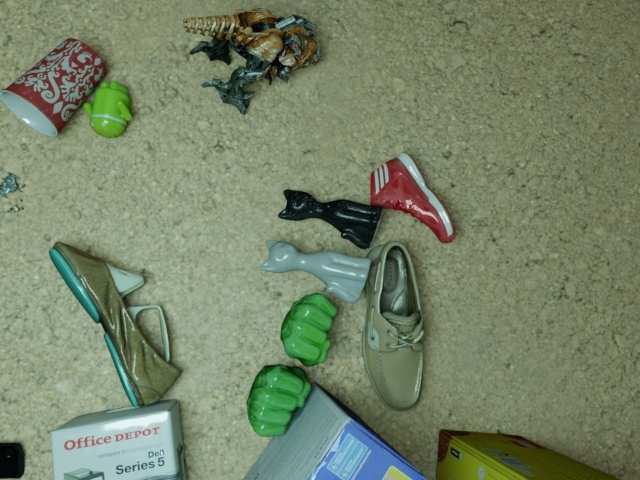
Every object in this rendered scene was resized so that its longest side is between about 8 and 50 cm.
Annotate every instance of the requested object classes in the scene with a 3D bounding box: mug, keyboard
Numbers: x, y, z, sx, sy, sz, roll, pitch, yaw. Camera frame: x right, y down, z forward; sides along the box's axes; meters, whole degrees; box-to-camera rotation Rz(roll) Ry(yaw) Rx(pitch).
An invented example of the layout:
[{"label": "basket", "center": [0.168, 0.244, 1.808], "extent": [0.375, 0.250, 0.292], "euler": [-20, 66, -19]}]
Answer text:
[{"label": "mug", "center": [-0.521, -0.308, 0.928], "extent": [0.150, 0.113, 0.169], "euler": [27, 66, 6]}, {"label": "keyboard", "center": [-0.629, 0.375, 0.857], "extent": [0.192, 0.038, 0.100], "euler": [4, 104, -9]}]

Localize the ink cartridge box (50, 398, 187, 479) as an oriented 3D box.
[{"label": "ink cartridge box", "center": [-0.341, 0.440, 0.840], "extent": [0.199, 0.115, 0.272], "euler": [-8, 82, -10]}]

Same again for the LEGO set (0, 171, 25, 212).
[{"label": "LEGO set", "center": [-0.602, -0.096, 0.932], "extent": [0.054, 0.023, 0.083], "euler": [-33, 87, -12]}]

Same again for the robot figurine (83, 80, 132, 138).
[{"label": "robot figurine", "center": [-0.421, -0.258, 0.963], "extent": [0.101, 0.067, 0.115], "euler": [3, 80, 20]}]

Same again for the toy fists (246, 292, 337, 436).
[{"label": "toy fists", "center": [-0.053, 0.230, 0.904], "extent": [0.096, 0.142, 0.279], "euler": [28, 79, -4]}]

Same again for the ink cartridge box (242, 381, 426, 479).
[{"label": "ink cartridge box", "center": [-0.007, 0.402, 0.754], "extent": [0.151, 0.395, 0.270], "euler": [38, 78, -2]}]

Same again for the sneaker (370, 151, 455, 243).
[{"label": "sneaker", "center": [0.182, -0.069, 1.029], "extent": [0.128, 0.087, 0.221], "euler": [-29, 74, -4]}]

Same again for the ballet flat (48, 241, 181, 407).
[{"label": "ballet flat", "center": [-0.367, 0.138, 0.897], "extent": [0.124, 0.116, 0.342], "euler": [-29, 87, -32]}]

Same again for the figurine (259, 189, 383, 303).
[{"label": "figurine", "center": [0.000, 0.000, 0.958], "extent": [0.210, 0.092, 0.214], "euler": [16, 56, 2]}]

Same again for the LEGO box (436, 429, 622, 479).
[{"label": "LEGO box", "center": [0.351, 0.542, 0.734], "extent": [0.193, 0.500, 0.372], "euler": [7, 81, -7]}]

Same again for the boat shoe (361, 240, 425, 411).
[{"label": "boat shoe", "center": [0.147, 0.171, 0.960], "extent": [0.122, 0.110, 0.340], "euler": [-6, 82, -10]}]

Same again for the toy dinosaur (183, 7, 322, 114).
[{"label": "toy dinosaur", "center": [-0.133, -0.389, 0.944], "extent": [0.322, 0.219, 0.164], "euler": [20, 56, -47]}]
